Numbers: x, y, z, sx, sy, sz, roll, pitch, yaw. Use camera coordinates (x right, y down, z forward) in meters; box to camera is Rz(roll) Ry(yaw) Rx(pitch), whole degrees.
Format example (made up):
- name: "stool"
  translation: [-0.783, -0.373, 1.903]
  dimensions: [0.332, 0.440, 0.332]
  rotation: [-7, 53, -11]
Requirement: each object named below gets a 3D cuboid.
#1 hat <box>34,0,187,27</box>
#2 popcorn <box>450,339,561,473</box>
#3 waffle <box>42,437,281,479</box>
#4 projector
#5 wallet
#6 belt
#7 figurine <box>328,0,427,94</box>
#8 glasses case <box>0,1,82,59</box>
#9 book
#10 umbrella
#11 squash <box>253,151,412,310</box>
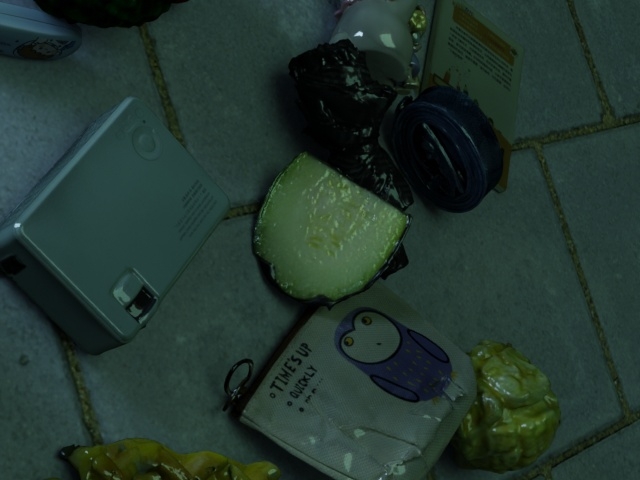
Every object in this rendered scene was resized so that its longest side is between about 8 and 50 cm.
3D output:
- name: "hat"
  translation: [-0.222, -0.377, 1.490]
  dimensions: [0.274, 0.242, 0.332]
  rotation: [47, 21, 19]
- name: "popcorn"
  translation: [0.243, 0.240, 1.739]
  dimensions: [0.167, 0.187, 0.185]
  rotation: [-32, 109, -9]
- name: "waffle"
  translation: [-0.161, 0.410, 1.368]
  dimensions: [0.382, 0.095, 0.379]
  rotation: [11, 70, -37]
- name: "projector"
  translation: [-0.242, -0.016, 1.435]
  dimensions: [0.192, 0.099, 0.256]
  rotation: [48, 49, -18]
- name: "wallet"
  translation: [0.053, 0.182, 1.599]
  dimensions: [0.275, 0.068, 0.335]
  rotation: [36, 46, 5]
- name: "belt"
  translation: [0.185, -0.136, 1.834]
  dimensions: [0.082, 0.141, 0.190]
  rotation: [-43, 110, -44]
- name: "figurine"
  translation: [0.090, -0.345, 1.837]
  dimensions: [0.155, 0.127, 0.235]
  rotation: [16, 60, -17]
- name: "glasses case"
  translation: [-0.361, -0.244, 1.428]
  dimensions: [0.178, 0.067, 0.045]
  rotation: [6, 69, -41]
- name: "book"
  translation: [0.249, -0.249, 2.017]
  dimensions: [0.208, 0.020, 0.295]
  rotation: [31, 56, -31]
- name: "umbrella"
  translation: [0.067, -0.117, 1.710]
  dimensions: [0.128, 0.154, 0.336]
  rotation: [-26, 92, -31]
- name: "squash"
  translation: [0.001, 0.002, 1.668]
  dimensions: [0.192, 0.085, 0.184]
  rotation: [33, 80, 4]
